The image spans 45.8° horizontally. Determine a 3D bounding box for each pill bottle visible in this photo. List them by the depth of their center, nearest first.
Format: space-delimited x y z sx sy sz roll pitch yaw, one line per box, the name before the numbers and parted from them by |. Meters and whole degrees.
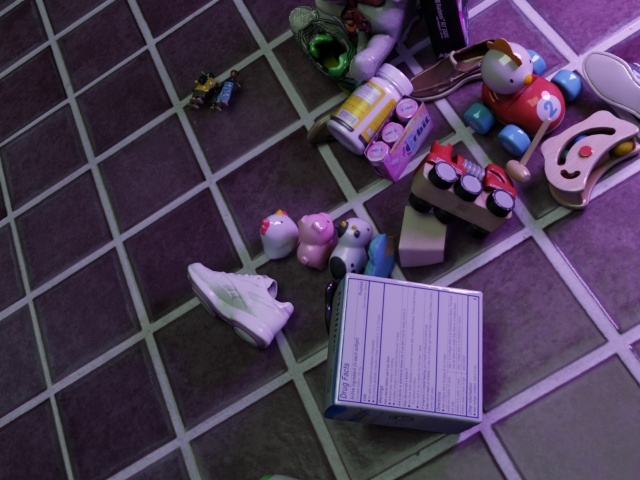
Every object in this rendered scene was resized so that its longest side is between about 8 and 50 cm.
pill bottle | 0.123 -0.322 1.851 0.208 0.119 0.119 -49 57 -4

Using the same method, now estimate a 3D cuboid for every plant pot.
plant pot | 0.232 -0.004 1.690 0.096 0.109 0.109 6 67 13

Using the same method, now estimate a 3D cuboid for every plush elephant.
plush elephant | 0.098 -0.599 1.849 0.255 0.272 0.330 27 41 10

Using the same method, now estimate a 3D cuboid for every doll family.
doll family | -0.300 -0.431 2.155 0.192 0.076 0.111 14 67 23

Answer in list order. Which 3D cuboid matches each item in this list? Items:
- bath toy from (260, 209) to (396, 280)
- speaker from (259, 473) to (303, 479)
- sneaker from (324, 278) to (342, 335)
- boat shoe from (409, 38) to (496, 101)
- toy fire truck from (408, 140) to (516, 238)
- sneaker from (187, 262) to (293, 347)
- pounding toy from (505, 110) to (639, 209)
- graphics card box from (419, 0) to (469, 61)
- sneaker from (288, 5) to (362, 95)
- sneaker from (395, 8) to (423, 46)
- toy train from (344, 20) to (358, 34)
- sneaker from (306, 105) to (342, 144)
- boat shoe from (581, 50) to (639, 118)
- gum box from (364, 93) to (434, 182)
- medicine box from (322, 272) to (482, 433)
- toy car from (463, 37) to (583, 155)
bath toy | 0.000 0.000 1.772 0.348 0.129 0.151 14 72 29
speaker | 0.008 0.554 1.493 0.296 0.131 0.131 8 69 27
sneaker | 0.051 0.220 1.640 0.107 0.124 0.283 -19 59 15
boat shoe | 0.326 -0.428 1.862 0.257 0.095 0.095 -21 59 13
toy fire truck | 0.313 -0.144 1.695 0.217 0.158 0.246 24 50 -9
sneaker | -0.193 0.132 1.818 0.305 0.114 0.152 34 68 29
pounding toy | 0.543 -0.176 1.605 0.269 0.155 0.154 -30 53 7
graphics card box | 0.288 -0.635 1.817 0.094 0.371 0.233 -4 63 17
sneaker | 0.014 -0.529 2.006 0.134 0.146 0.343 -48 55 13
sneaker | 0.218 -0.606 2.017 0.083 0.071 0.191 31 80 38
toy train | 0.058 -0.634 2.111 0.166 0.046 0.125 28 78 31
sneaker | 0.053 -0.294 1.933 0.188 0.066 0.071 -35 62 6
boat shoe | 0.688 -0.331 1.654 0.254 0.079 0.095 40 126 28
gum box | 0.187 -0.239 1.821 0.062 0.107 0.188 29 79 32
medicine box | 0.164 0.228 1.506 0.289 0.149 0.264 8 66 -4
toy car | 0.438 -0.355 1.691 0.219 0.238 0.210 -46 57 -3
